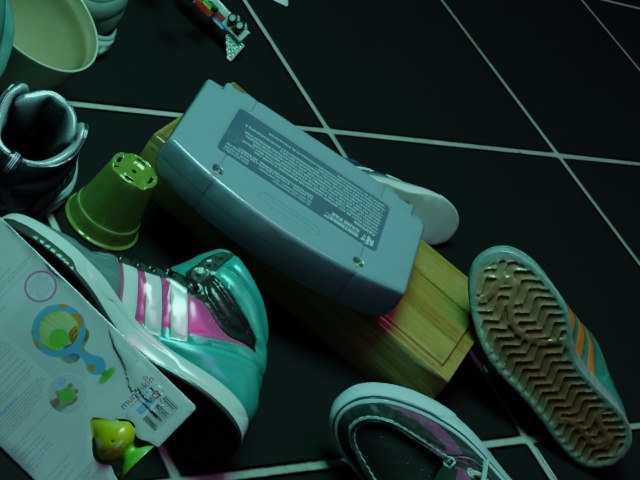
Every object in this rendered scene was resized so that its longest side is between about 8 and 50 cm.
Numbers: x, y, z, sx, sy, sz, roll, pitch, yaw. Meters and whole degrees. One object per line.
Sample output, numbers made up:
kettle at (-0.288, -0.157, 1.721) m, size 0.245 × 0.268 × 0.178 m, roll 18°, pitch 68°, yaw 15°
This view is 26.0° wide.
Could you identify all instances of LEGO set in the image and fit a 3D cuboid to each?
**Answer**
LEGO set at (-0.182, -0.343, 1.809) m, size 0.182 × 0.060 × 0.244 m, roll 38°, pitch 12°, yaw -40°

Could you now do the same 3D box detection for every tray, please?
tray at (0.000, 0.000, 1.564) m, size 0.411 × 0.076 × 0.203 m, roll 39°, pitch 32°, yaw 3°

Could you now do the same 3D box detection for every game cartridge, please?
game cartridge at (-0.029, -0.044, 1.475) m, size 0.294 × 0.060 × 0.196 m, roll 33°, pitch 29°, yaw -7°

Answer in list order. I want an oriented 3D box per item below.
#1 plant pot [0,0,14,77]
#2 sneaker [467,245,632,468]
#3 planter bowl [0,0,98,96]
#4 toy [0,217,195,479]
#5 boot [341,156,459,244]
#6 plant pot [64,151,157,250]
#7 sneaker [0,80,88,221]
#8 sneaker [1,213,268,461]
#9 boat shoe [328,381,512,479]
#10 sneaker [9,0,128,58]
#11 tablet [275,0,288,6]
plant pot at (-0.408, -0.213, 1.275) m, size 0.293 × 0.293 × 0.196 m, roll 56°, pitch 9°, yaw 26°
sneaker at (0.255, 0.120, 1.591) m, size 0.302 × 0.108 × 0.121 m, roll 58°, pitch 13°, yaw -20°
planter bowl at (-0.331, -0.214, 1.457) m, size 0.162 × 0.109 × 0.162 m, roll 35°, pitch 35°, yaw -29°
toy at (-0.235, 0.112, 1.178) m, size 0.237 × 0.137 × 0.056 m, roll 43°, pitch -8°, yaw 10°
boot at (0.089, -0.055, 1.733) m, size 0.190 × 0.069 × 0.086 m, roll 23°, pitch 14°, yaw -42°
plant pot at (-0.207, -0.046, 1.410) m, size 0.083 × 0.079 × 0.083 m, roll 25°, pitch 34°, yaw -19°
sneaker at (-0.272, -0.093, 1.335) m, size 0.101 × 0.153 × 0.268 m, roll 33°, pitch 32°, yaw -9°
sneaker at (-0.160, 0.051, 1.287) m, size 0.295 × 0.124 × 0.178 m, roll 42°, pitch 36°, yaw -8°
boat shoe at (0.128, 0.261, 1.324) m, size 0.306 × 0.113 × 0.105 m, roll 46°, pitch 17°, yaw -4°
sneaker at (-0.339, -0.286, 1.559) m, size 0.272 × 0.108 × 0.100 m, roll 4°, pitch 47°, yaw -40°
tablet at (-0.084, -0.372, 2.014) m, size 0.083 × 0.006 × 0.054 m, roll 23°, pitch 35°, yaw -21°
